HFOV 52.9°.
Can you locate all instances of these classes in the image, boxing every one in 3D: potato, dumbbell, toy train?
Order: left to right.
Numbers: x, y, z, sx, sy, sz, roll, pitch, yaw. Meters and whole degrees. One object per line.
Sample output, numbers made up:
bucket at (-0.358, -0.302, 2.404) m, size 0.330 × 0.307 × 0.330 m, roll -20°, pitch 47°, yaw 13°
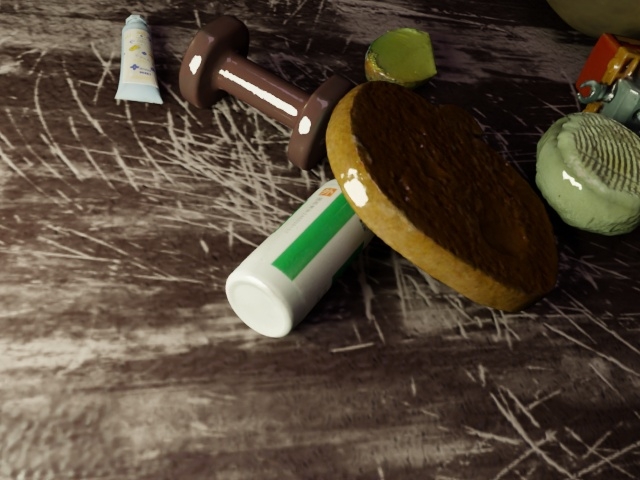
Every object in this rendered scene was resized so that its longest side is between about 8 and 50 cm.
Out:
dumbbell at (-0.073, -0.206, 0.893) m, size 0.225 × 0.124 × 0.140 m, roll 32°, pitch 50°, yaw 10°
potato at (0.136, -0.296, 1.080) m, size 0.119 × 0.054 × 0.198 m, roll 21°, pitch 45°, yaw 1°
toy train at (0.602, -0.245, 1.116) m, size 0.369 × 0.163 × 0.231 m, roll 8°, pitch 42°, yaw -10°

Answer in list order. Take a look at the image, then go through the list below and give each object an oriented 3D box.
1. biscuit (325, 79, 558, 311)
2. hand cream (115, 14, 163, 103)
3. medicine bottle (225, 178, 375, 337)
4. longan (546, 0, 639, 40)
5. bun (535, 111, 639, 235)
biscuit at (0.164, -0.071, 0.837) m, size 0.367 × 0.063 × 0.314 m, roll 31°, pitch 42°, yaw -20°
hand cream at (-0.265, -0.263, 0.934) m, size 0.065 × 0.043 × 0.170 m, roll 2°, pitch 54°, yaw -20°
medicine bottle at (0.000, 0.000, 0.768) m, size 0.095 × 0.095 × 0.260 m, roll 35°, pitch 52°, yaw 12°
longan at (0.633, -0.576, 1.282) m, size 0.404 × 0.336 × 0.404 m, roll -15°, pitch 27°, yaw 8°
bun at (0.398, -0.094, 0.952) m, size 0.195 × 0.118 × 0.195 m, roll 8°, pitch 56°, yaw -13°
